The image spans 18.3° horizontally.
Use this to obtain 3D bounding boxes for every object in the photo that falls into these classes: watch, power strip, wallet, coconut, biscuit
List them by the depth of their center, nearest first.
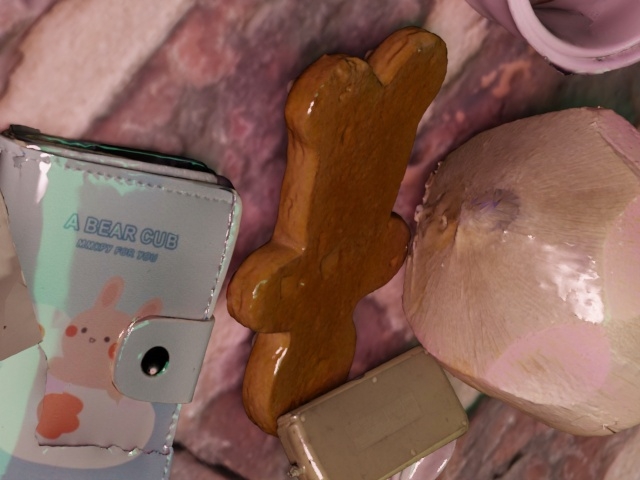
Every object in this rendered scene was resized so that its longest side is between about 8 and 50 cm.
[{"bbox_3d":[-0.158,0.060,1.301,0.176,0.075,0.250,10,100,-32],"label":"wallet"},{"bbox_3d":[0.000,0.000,1.383,0.197,0.049,0.301,-18,126,-51],"label":"biscuit"},{"bbox_3d":[0.211,-0.243,1.397,0.217,0.211,0.248,-6,119,-26],"label":"watch"},{"bbox_3d":[0.034,0.135,1.416,0.169,0.028,0.076,-23,85,-41],"label":"power strip"},{"bbox_3d":[0.171,0.016,1.430,0.230,0.227,0.227,39,82,-46],"label":"coconut"}]

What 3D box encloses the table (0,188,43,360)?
[{"bbox_3d":[-0.239,-0.027,1.157,0.062,0.146,0.175,-27,121,-24],"label":"table"}]

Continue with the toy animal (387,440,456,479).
[{"bbox_3d":[0.041,0.213,1.507,0.127,0.131,0.181,-61,147,-46],"label":"toy animal"}]
